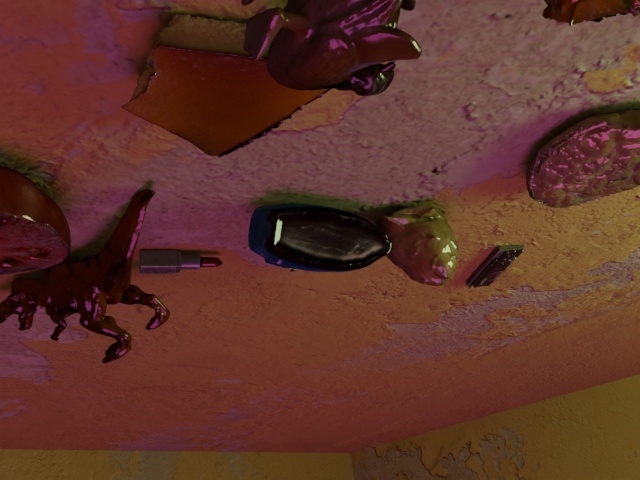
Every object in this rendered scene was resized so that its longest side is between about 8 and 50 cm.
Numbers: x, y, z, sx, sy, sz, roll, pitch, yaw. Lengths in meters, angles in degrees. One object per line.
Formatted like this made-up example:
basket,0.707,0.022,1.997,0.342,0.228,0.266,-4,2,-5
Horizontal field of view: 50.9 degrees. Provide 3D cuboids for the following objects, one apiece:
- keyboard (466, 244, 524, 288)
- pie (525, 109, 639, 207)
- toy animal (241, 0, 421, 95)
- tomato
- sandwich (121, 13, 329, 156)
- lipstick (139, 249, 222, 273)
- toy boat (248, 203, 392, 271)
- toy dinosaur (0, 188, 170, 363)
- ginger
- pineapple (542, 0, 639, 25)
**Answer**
keyboard,0.326,0.052,1.267,0.055,0.017,0.166,-2,154,-11
pie,0.379,-0.111,0.903,0.218,0.052,0.185,-22,153,32
toy animal,0.030,-0.171,0.550,0.179,0.089,0.188,12,158,-42
tomato,-0.417,-0.026,0.818,0.224,0.085,0.225,-7,158,-3
sandwich,-0.090,-0.166,0.648,0.192,0.058,0.162,-25,149,30
lipstick,-0.218,0.034,1.059,0.129,0.030,0.030,0,154,-17
toy boat,0.000,0.000,0.982,0.223,0.100,0.097,8,177,-28
toy dinosaur,-0.319,0.076,1.020,0.432,0.097,0.208,-27,115,28
ginger,0.158,0.026,1.064,0.115,0.123,0.193,-21,162,-2
pineapple,0.263,-0.267,0.518,0.249,0.140,0.164,-24,112,0
